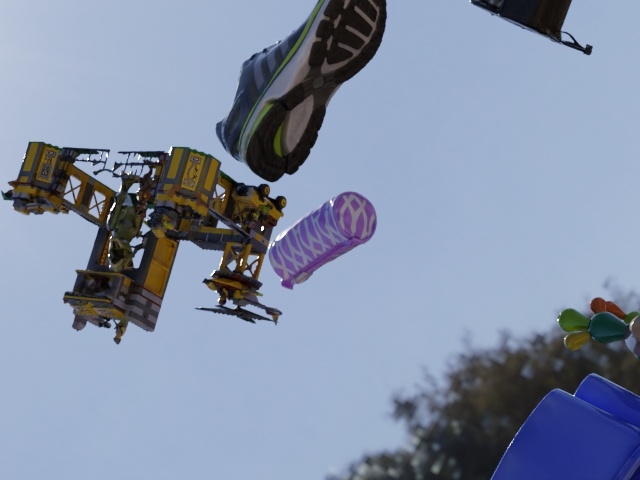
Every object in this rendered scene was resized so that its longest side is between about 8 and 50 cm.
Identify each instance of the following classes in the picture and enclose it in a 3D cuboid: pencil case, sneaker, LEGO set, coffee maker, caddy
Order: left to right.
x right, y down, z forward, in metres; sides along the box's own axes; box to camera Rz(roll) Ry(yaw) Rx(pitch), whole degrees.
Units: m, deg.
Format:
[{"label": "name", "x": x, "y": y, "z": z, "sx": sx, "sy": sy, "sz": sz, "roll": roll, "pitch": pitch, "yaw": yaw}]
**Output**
[{"label": "LEGO set", "x": -0.214, "y": 0.016, "z": 1.966, "sx": 0.255, "sy": 0.331, "sz": 0.192, "roll": 42, "pitch": -121, "yaw": -58}, {"label": "sneaker", "x": -0.031, "y": -0.217, "z": 2.048, "sx": 0.300, "sy": 0.121, "sz": 0.111, "roll": -56, "pitch": -46, "yaw": -12}, {"label": "pencil case", "x": 0.000, "y": 0.000, "z": 2.516, "sx": 0.206, "sy": 0.086, "sz": 0.088, "roll": -37, "pitch": 36, "yaw": 50}, {"label": "coffee maker", "x": 0.304, "y": -0.354, "z": 2.187, "sx": 0.120, "sy": 0.171, "sz": 0.178, "roll": -74, "pitch": 8, "yaw": -82}, {"label": "caddy", "x": 0.296, "y": 0.316, "z": 1.906, "sx": 0.241, "sy": 0.179, "sz": 0.341, "roll": -10, "pitch": -51, "yaw": -58}]

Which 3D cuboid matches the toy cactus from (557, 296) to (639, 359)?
[{"label": "toy cactus", "x": 0.371, "y": 0.125, "z": 1.966, "sx": 0.112, "sy": 0.219, "sz": 0.180, "roll": -57, "pitch": -17, "yaw": -6}]
